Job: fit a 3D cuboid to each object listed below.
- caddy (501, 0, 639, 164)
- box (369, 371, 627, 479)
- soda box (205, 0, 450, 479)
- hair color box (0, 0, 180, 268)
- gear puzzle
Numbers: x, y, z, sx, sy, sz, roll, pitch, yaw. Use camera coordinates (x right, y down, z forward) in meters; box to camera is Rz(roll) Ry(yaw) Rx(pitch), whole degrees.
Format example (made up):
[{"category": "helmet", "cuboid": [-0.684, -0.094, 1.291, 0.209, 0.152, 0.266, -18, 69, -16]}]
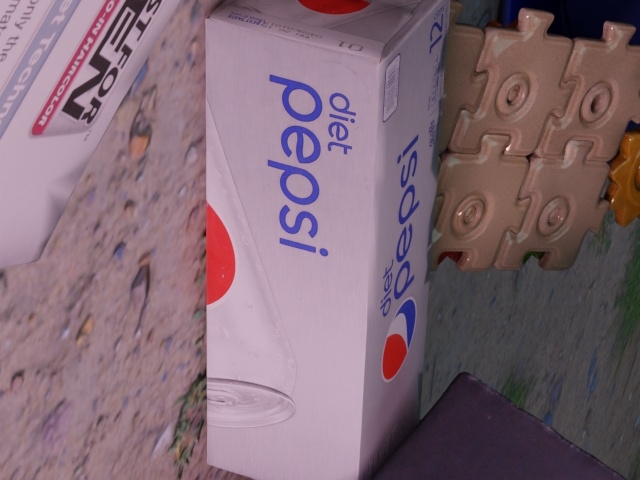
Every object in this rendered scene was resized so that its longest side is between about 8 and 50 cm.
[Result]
[{"category": "caddy", "cuboid": [0.261, -0.206, 1.309, 0.179, 0.241, 0.341, -37, 139, -64]}, {"category": "box", "cuboid": [0.069, 0.416, 1.069, 0.472, 0.297, 0.480, -46, 151, -17]}, {"category": "soda box", "cuboid": [0.000, 0.000, 0.995, 0.091, 0.098, 0.286, -50, 150, -49]}, {"category": "hair color box", "cuboid": [-0.157, -0.082, 0.437, 0.185, 0.113, 0.374, -57, 163, 17]}, {"category": "gear puzzle", "cuboid": [0.127, -0.064, 1.186, 0.339, 0.044, 0.175, 0, 115, -43]}]
